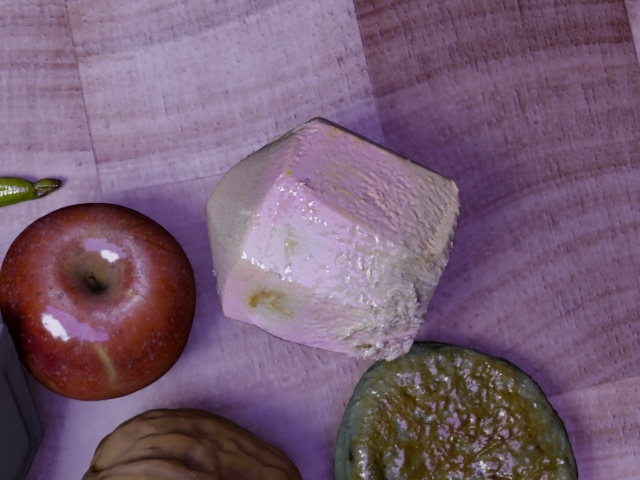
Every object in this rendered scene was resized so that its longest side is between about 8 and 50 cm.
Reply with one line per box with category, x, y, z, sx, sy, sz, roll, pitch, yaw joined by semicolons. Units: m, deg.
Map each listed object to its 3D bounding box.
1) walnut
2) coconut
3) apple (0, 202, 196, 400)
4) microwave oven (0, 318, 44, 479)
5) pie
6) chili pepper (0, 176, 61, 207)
walnut;-0.121;0.288;0.812;0.257;0.257;0.225;24;51;-3
coconut;0.000;0.000;0.843;0.245;0.233;0.233;20;84;-4
apple;-0.229;0.065;0.848;0.201;0.162;0.201;6;66;-14
microwave oven;-0.472;0.206;0.731;0.354;0.219;0.286;7;44;4
pie;0.147;0.242;0.898;0.276;0.078;0.277;3;74;-11
chili pepper;-0.396;-0.056;0.906;0.208;0.043;0.049;9;59;-9
